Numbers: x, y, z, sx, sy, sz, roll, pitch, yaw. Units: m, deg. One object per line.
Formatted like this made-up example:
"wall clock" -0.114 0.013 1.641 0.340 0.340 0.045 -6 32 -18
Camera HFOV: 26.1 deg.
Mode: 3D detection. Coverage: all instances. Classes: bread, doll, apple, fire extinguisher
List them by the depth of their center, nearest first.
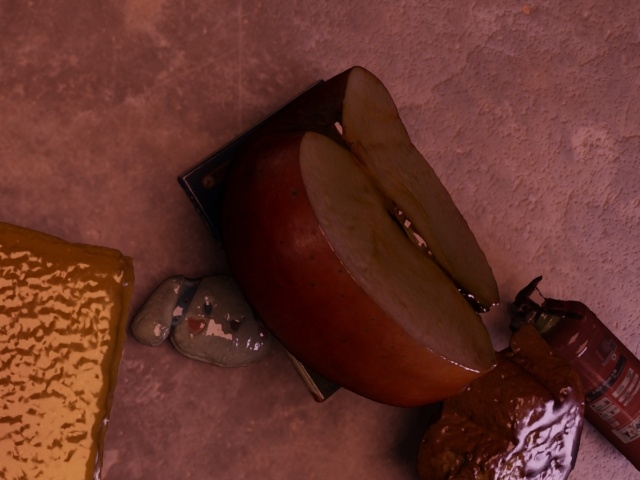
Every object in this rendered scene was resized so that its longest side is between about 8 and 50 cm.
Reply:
"bread" -0.365 0.139 1.375 0.333 0.143 0.324 15 74 -17
"apple" 0.059 0.002 1.510 0.329 0.295 0.365 -47 112 -20
"doll" -0.111 0.091 1.565 0.214 0.071 0.104 7 76 -23
"bread" 0.211 0.241 1.646 0.232 0.135 0.247 -21 126 -38
"fire extinguisher" 0.354 0.161 1.748 0.337 0.147 0.106 43 68 -18

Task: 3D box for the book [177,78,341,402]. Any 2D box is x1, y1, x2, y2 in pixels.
"book" 0.000 0.000 1.655 0.228 0.018 0.322 -37 103 -24
